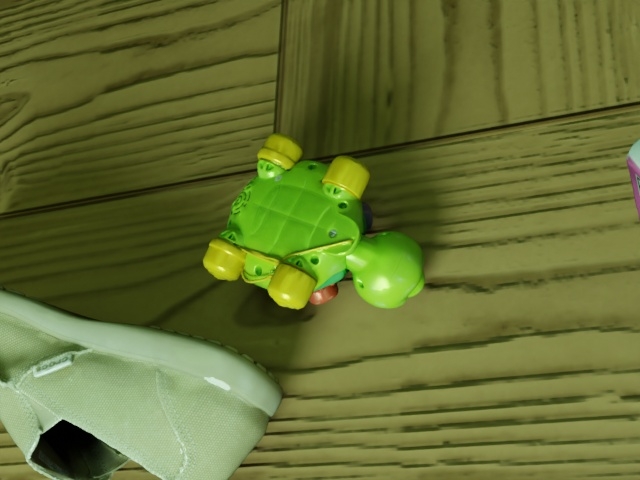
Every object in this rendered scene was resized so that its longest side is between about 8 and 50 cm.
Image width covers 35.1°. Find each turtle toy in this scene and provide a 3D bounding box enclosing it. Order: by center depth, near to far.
[{"bbox_3d":[0.000,0.000,0.591,0.130,0.066,0.095,22,78,31],"label":"turtle toy"}]

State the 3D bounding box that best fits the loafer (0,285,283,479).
[{"bbox_3d":[-0.156,0.091,0.597,0.268,0.102,0.092,6,63,26],"label":"loafer"}]

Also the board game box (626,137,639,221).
[{"bbox_3d":[0.240,0.098,0.340,0.097,0.224,0.303,-35,56,4],"label":"board game box"}]
